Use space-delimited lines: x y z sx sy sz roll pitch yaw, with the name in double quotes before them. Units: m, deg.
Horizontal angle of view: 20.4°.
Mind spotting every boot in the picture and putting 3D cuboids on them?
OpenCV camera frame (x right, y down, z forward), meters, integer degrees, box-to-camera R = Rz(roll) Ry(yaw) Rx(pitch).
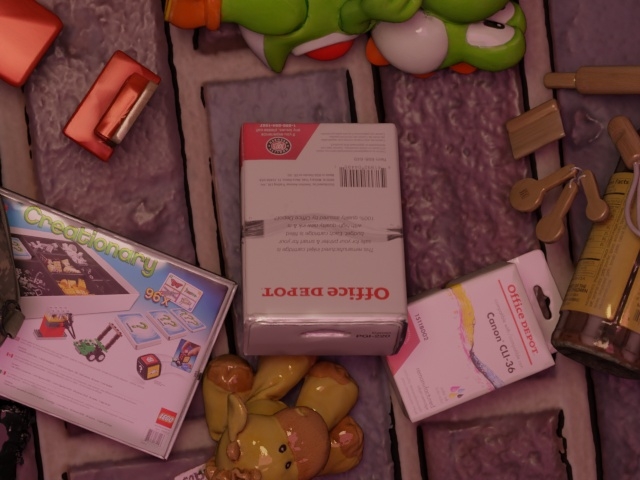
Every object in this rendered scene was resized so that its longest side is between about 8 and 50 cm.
"boot" -0.350 0.206 1.783 0.121 0.045 0.099 9 92 -12

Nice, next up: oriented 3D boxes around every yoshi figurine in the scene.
"yoshi figurine" 0.040 -0.268 1.737 0.362 0.203 0.203 11 84 -7

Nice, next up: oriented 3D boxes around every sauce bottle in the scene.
"sauce bottle" 0.339 -0.033 1.792 0.111 0.111 0.344 25 80 -4

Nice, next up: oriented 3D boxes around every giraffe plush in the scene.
"giraffe plush" -0.053 0.196 1.743 0.210 0.170 0.181 -42 94 -3

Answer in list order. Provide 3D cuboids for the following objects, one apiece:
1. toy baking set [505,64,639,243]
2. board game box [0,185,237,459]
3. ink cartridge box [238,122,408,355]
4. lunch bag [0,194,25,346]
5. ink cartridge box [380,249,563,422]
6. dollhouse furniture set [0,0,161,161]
"toy baking set" 0.295 -0.086 1.761 0.256 0.030 0.196 -2 69 34
"board game box" -0.259 0.074 1.784 0.305 0.053 0.193 23 90 -5
"ink cartridge box" 0.000 0.000 1.744 0.158 0.092 0.218 0 63 -4
"lunch bag" -0.446 0.000 1.648 0.305 0.212 0.256 -2 124 20
"ink cartridge box" 0.159 0.093 1.809 0.198 0.067 0.115 -22 93 -4
"dollhouse furniture set" -0.287 -0.190 1.725 0.259 0.135 0.262 33 83 -9
